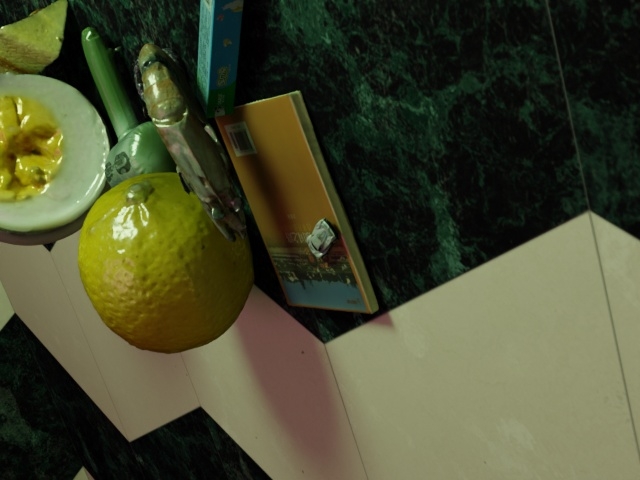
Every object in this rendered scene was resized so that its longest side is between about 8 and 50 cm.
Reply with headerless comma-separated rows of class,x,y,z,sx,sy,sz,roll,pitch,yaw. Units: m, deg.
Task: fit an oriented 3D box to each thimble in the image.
thimble,-0.286,-0.290,1.736,0.095,0.066,0.104,24,131,44

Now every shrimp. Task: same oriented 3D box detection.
shrimp,-0.203,-0.163,1.622,0.360,0.085,0.247,64,-172,-2

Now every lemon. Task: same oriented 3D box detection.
lemon,-0.276,0.039,1.759,0.336,0.336,0.336,37,142,35

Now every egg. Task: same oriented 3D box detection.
egg,-0.625,-0.157,2.095,0.354,0.354,0.340,61,164,-1

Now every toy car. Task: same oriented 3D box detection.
toy car,0.000,0.000,1.532,0.041,0.025,0.093,55,149,14

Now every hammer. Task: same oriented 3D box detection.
hammer,-0.382,-0.255,1.879,0.206,0.119,0.335,-18,93,59

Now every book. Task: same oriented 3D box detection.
book,-0.046,-0.054,1.609,0.262,0.028,0.374,-1,114,56

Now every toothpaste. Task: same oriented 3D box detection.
toothpaste,-0.159,-0.315,1.512,0.266,0.050,0.065,101,148,-45

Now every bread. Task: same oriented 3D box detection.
bread,-0.628,-0.408,2.030,0.266,0.178,0.141,-12,98,55
